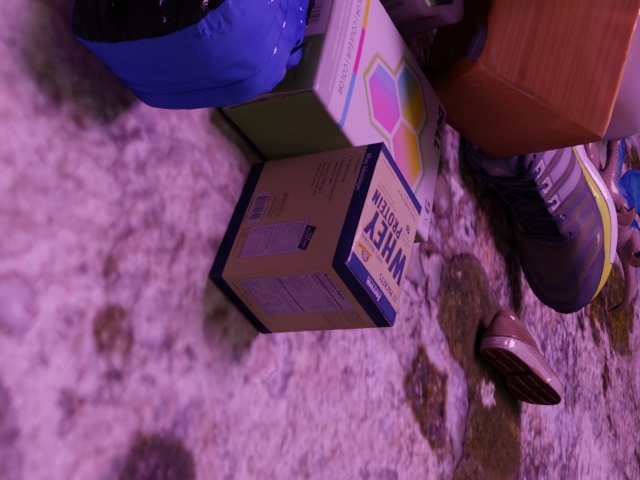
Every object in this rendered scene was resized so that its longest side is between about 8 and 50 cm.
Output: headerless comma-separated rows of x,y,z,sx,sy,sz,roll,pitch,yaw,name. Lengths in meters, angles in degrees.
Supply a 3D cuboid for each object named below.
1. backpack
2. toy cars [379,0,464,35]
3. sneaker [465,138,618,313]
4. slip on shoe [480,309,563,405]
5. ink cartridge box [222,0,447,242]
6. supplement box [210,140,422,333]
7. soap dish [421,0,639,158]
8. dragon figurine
-0.048,-0.116,0.391,0.101,0.098,0.120,48,45,-50,backpack
0.040,-0.298,0.484,0.394,0.087,0.176,96,-25,-46,toy cars
0.190,-0.065,0.795,0.121,0.111,0.300,-29,107,-43,sneaker
0.189,0.112,0.793,0.135,0.051,0.041,42,52,-38,slip on shoe
0.030,-0.065,0.545,0.209,0.062,0.109,48,45,-45,ink cartridge box
0.000,0.000,0.461,0.056,0.083,0.083,53,42,-41,supplement box
0.166,-0.209,0.596,0.229,0.118,0.291,-146,-109,-84,soap dish
0.387,-0.041,1.113,0.289,0.085,0.144,58,40,-34,dragon figurine
